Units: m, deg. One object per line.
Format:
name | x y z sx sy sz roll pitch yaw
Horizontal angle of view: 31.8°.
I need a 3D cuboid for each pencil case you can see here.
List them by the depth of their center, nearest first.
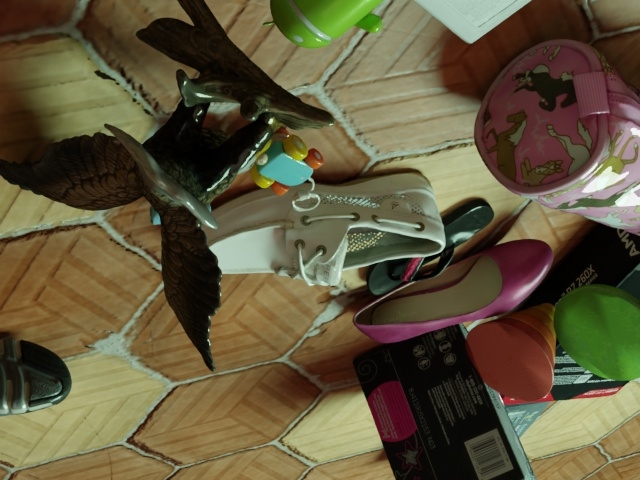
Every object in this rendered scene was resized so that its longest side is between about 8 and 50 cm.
pencil case | 0.332 -0.084 1.165 0.386 0.160 0.167 13 122 -40

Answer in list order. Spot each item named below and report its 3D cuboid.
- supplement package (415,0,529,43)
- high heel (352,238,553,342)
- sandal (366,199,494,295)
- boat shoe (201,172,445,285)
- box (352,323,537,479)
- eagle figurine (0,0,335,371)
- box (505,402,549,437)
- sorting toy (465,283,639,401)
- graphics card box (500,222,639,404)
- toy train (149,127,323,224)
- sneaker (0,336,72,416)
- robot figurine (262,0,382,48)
supplement package | 0.078 -0.257 0.750 0.139 0.134 0.244 -34 155 20
high heel | 0.157 0.058 1.351 0.244 0.082 0.117 -23 162 29
sandal | 0.127 0.016 1.308 0.179 0.040 0.067 -34 147 21
boat shoe | 0.000 0.000 1.160 0.277 0.096 0.098 -12 148 -13
box | 0.172 0.252 1.494 0.163 0.247 0.142 -26 149 9
eagle figurine | -0.122 -0.038 0.911 0.225 0.226 0.298 12 135 -36
box | 0.233 0.302 1.780 0.183 0.059 0.233 -4 144 -24
sorting toy | 0.339 0.085 1.328 0.365 0.127 0.126 -25 -166 48
graphics card box | 0.404 0.089 1.526 0.232 0.094 0.371 0 144 -29
toy train | -0.081 -0.062 1.075 0.166 0.046 0.125 -8 147 -14
sneaker | -0.391 0.169 1.222 0.228 0.086 0.132 3 147 -16
robot figurine | 0.008 -0.200 0.893 0.115 0.067 0.101 -36 151 23
